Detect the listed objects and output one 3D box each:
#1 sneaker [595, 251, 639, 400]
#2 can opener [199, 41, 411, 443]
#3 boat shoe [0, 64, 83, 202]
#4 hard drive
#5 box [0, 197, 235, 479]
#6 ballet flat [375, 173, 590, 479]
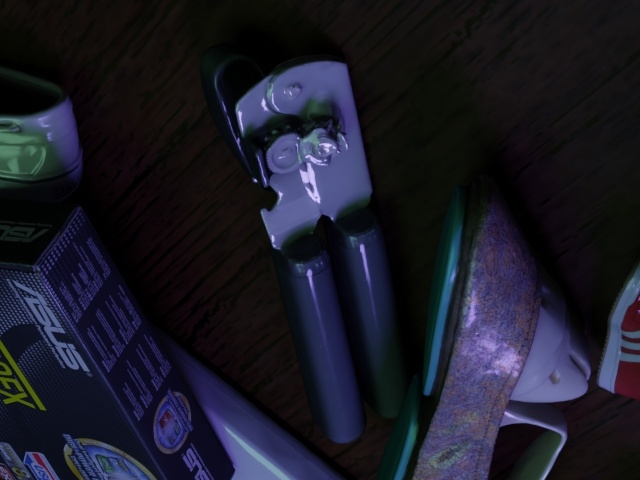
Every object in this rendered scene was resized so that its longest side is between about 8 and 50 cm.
[{"bbox_3d":[0.198,0.056,1.077,0.067,0.042,0.118,26,146,20],"label":"sneaker"},{"bbox_3d":[0.000,0.000,1.162,0.093,0.074,0.280,44,154,53],"label":"can opener"},{"bbox_3d":[-0.281,-0.100,1.240,0.267,0.096,0.088,21,133,17],"label":"boat shoe"},{"bbox_3d":[-0.136,0.142,1.398,0.307,0.040,0.203,39,140,-1],"label":"hard drive"},{"bbox_3d":[-0.204,0.081,1.286,0.216,0.060,0.270,6,139,32],"label":"box"},{"bbox_3d":[0.104,0.086,1.141,0.106,0.107,0.316,10,136,-1],"label":"ballet flat"}]
